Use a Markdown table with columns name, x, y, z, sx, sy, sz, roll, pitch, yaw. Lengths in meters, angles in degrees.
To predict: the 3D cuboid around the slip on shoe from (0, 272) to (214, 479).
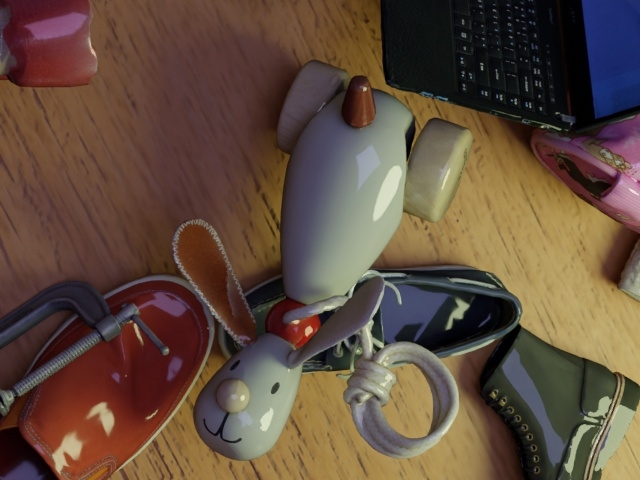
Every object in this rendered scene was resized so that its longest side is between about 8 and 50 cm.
| name | x | y | z | sx | sy | sz | roll | pitch | yaw |
| --- | --- | --- | --- | --- | --- | --- | --- | --- | --- |
| slip on shoe | -0.209 | 0.157 | 1.582 | 0.331 | 0.101 | 0.123 | -42 | 103 | -12 |

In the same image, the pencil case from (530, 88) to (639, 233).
| name | x | y | z | sx | sy | sz | roll | pitch | yaw |
| --- | --- | --- | --- | --- | --- | --- | --- | --- | --- |
| pencil case | 0.338 | -0.182 | 1.688 | 0.160 | 0.167 | 0.386 | 34 | 84 | 21 |

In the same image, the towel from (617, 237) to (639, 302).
| name | x | y | z | sx | sy | sz | roll | pitch | yaw |
| --- | --- | --- | --- | --- | --- | --- | --- | --- | --- |
| towel | 0.417 | 0.014 | 1.798 | 0.282 | 0.049 | 0.187 | 25 | 85 | -17 |

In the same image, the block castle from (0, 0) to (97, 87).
| name | x | y | z | sx | sy | sz | roll | pitch | yaw |
| --- | --- | --- | --- | --- | --- | --- | --- | --- | --- |
| block castle | -0.272 | -0.328 | 1.421 | 0.212 | 0.303 | 0.453 | -12 | 98 | -17 |

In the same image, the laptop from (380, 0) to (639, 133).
| name | x | y | z | sx | sy | sz | roll | pitch | yaw |
| --- | --- | --- | --- | --- | --- | --- | --- | --- | --- |
| laptop | 0.191 | -0.220 | 1.608 | 0.264 | 0.136 | 0.234 | 14 | 54 | -21 |

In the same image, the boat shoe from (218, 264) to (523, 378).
| name | x | y | z | sx | sy | sz | roll | pitch | yaw |
| --- | --- | --- | --- | --- | --- | --- | --- | --- | --- |
| boat shoe | 0.044 | 0.069 | 1.666 | 0.254 | 0.079 | 0.095 | -1 | 96 | -17 |

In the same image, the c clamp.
| name | x | y | z | sx | sy | sz | roll | pitch | yaw |
| --- | --- | --- | --- | --- | --- | --- | --- | --- | --- |
| c clamp | -0.215 | 0.086 | 1.563 | 0.160 | 0.137 | 0.022 | -31 | 132 | -8 |

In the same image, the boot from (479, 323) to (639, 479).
| name | x | y | z | sx | sy | sz | roll | pitch | yaw |
| --- | --- | --- | --- | --- | --- | --- | --- | --- | --- |
| boot | 0.176 | 0.180 | 1.726 | 0.137 | 0.077 | 0.198 | 30 | 72 | -13 |

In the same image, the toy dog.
| name | x | y | z | sx | sy | sz | roll | pitch | yaw |
| --- | --- | --- | --- | --- | --- | --- | --- | --- | --- |
| toy dog | 0.000 | 0.000 | 1.556 | 0.220 | 0.161 | 0.334 | 2 | 71 | 10 |
